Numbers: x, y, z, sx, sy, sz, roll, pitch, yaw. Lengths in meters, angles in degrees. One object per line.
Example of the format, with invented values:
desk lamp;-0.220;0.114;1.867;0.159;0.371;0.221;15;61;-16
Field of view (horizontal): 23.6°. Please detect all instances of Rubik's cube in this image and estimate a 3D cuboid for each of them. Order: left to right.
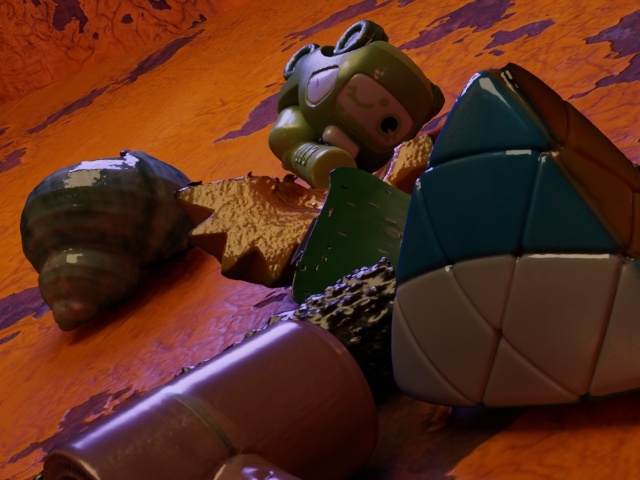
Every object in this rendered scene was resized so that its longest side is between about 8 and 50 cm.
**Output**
Rubik's cube;0.154;0.026;1.098;0.254;0.254;0.254;-24;18;8

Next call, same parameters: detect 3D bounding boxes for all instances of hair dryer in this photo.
hair dryer;0.002;0.171;0.962;0.210;0.125;0.352;-28;28;-32

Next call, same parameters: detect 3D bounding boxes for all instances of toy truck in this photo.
toy truck;0.019;-0.133;1.746;0.210;0.148;0.187;-56;25;-17

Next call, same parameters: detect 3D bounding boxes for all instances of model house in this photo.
model house;0.028;0.033;1.329;0.088;0.117;0.167;122;168;-49

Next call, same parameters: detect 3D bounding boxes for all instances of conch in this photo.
conch;-0.241;-0.014;1.732;0.220;0.195;0.277;-37;29;46

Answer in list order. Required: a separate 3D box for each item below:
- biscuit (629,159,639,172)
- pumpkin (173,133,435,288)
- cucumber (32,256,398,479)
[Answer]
biscuit;0.192;-0.014;1.313;0.199;0.034;0.064;-30;18;-12
pumpkin;0.000;0.000;1.482;0.254;0.130;0.149;-14;-24;-4
cucumber;-0.084;0.137;1.189;0.359;0.096;0.096;-29;18;-3
